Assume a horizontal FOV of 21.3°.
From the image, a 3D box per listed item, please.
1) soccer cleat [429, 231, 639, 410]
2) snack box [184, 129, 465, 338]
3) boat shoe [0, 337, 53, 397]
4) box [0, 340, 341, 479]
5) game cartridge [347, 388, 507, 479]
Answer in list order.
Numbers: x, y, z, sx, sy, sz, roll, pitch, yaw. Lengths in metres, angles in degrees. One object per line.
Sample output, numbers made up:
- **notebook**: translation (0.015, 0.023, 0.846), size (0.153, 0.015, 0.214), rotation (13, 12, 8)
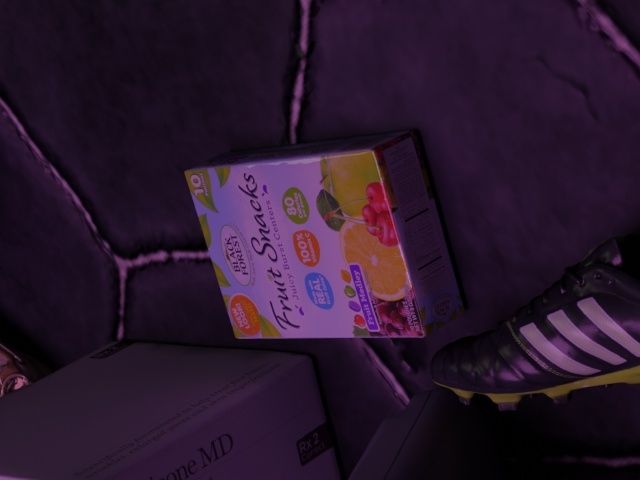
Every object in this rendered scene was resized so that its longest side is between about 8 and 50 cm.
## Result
- **soccer cleat**: translation (0.125, 0.036, 0.781), size (0.179, 0.060, 0.072), rotation (-10, 93, 39)
- **snack box**: translation (0.000, 0.000, 0.889), size (0.141, 0.037, 0.100), rotation (-3, 107, 45)
- **boat shoe**: translation (-0.223, 0.086, 1.127), size (0.153, 0.048, 0.056), rotation (46, 109, 21)
- **box**: translation (-0.112, 0.146, 0.964), size (0.182, 0.181, 0.119), rotation (0, 110, 43)
- **game cartridge**: translation (0.077, 0.240, 0.825), size (0.060, 0.196, 0.294), rotation (-13, 103, 23)
